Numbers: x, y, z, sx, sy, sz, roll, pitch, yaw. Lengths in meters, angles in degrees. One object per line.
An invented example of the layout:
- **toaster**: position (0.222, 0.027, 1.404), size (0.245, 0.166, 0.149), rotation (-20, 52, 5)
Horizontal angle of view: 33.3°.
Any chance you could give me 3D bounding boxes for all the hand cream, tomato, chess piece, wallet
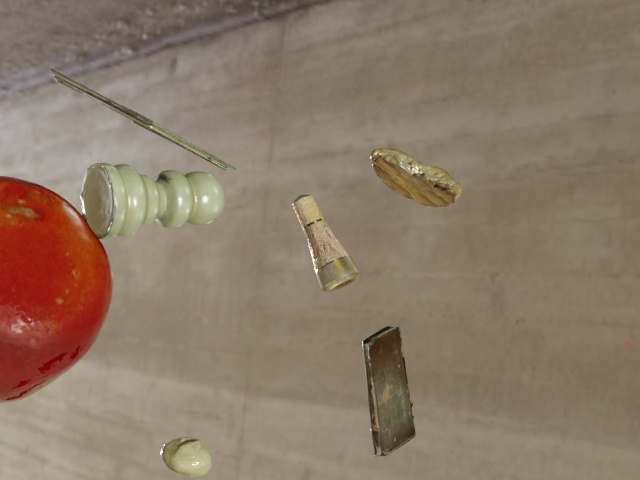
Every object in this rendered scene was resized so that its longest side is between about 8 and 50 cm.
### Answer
- **hand cream**: position (0.000, 0.000, 2.134), size (0.084, 0.203, 0.084), rotation (-26, 169, -5)
- **tomato**: position (-0.481, 0.075, 1.557), size (0.293, 0.289, 0.325), rotation (-31, 126, 32)
- **chess piece**: position (-0.279, -0.069, 1.856), size (0.243, 0.133, 0.133), rotation (-2, -179, -37)
- **wallet**: position (0.126, 0.284, 2.026), size (0.031, 0.232, 0.122), rotation (0, -167, 37)

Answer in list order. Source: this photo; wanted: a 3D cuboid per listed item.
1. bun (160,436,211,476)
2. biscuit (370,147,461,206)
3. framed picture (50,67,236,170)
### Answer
- **bun**: position (-0.215, 0.349, 1.752), size (0.086, 0.054, 0.086), rotation (23, -175, -2)
- **biscuit**: position (0.180, -0.120, 2.012), size (0.183, 0.061, 0.118), rotation (25, 160, 12)
- **framed picture**: position (-0.312, -0.205, 1.866), size (0.296, 0.019, 0.232), rotation (29, 180, 37)
